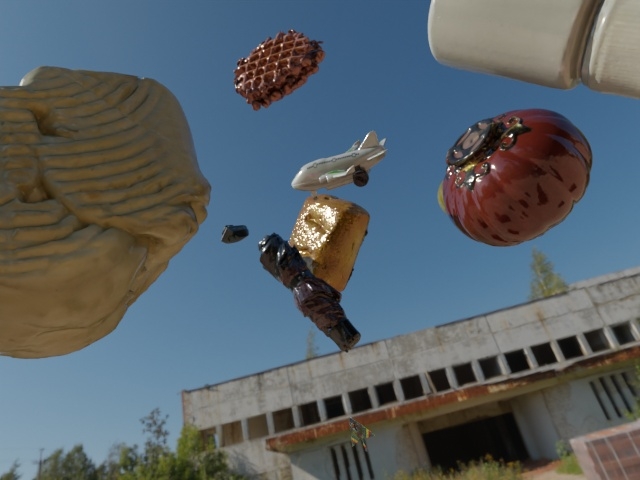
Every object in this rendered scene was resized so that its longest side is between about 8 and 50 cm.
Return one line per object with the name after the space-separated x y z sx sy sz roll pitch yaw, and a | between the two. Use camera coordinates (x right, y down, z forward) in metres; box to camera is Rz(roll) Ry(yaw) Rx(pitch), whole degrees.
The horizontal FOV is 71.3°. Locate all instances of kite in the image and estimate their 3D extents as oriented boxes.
0.094 0.475 1.097 0.004 0.090 0.122 -18 -20 -36 | kite

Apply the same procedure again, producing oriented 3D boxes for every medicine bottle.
0.391 -0.371 0.750 0.211 0.371 0.211 -33 -43 -37 | medicine bottle

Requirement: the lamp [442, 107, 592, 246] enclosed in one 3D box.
0.396 -0.131 0.931 0.257 0.303 0.303 34 -48 -17 | lamp

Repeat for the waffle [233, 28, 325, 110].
-0.037 -0.149 0.385 0.083 0.075 0.029 -40 -41 0 | waffle

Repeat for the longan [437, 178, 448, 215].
0.397 -0.111 1.211 0.155 0.176 0.145 -7 -25 -26 | longan

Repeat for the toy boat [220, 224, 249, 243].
-0.278 -0.025 1.483 0.055 0.060 0.141 -62 -15 16 | toy boat

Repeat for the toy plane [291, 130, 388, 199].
0.049 -0.170 1.083 0.255 0.251 0.101 -24 -71 17 | toy plane

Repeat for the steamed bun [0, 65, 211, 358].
-0.261 -0.028 0.434 0.276 0.289 0.203 14 -45 -24 | steamed bun

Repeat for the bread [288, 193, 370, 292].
-0.006 -0.002 1.574 0.148 0.328 0.337 18 -83 -38 | bread

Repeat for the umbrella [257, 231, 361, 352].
-0.028 0.109 0.989 0.090 0.326 0.094 -27 -27 -34 | umbrella
